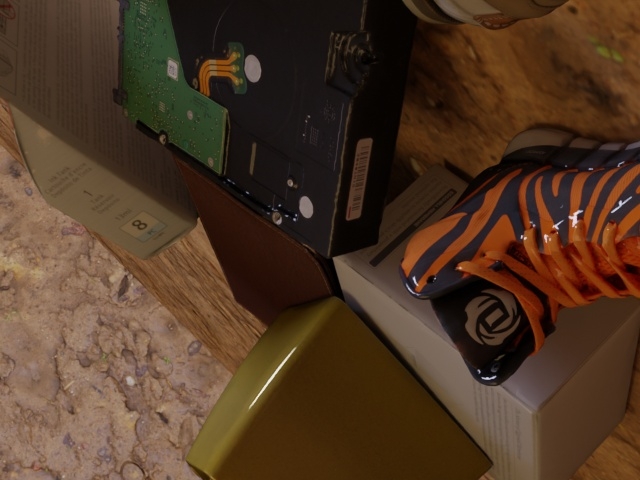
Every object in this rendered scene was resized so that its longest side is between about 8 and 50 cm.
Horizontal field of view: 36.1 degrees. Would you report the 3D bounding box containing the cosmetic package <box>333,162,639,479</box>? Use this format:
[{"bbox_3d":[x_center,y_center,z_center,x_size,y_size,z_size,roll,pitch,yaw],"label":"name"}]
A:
[{"bbox_3d":[0.150,0.090,0.877,0.225,0.138,0.224,40,161,31],"label":"cosmetic package"}]

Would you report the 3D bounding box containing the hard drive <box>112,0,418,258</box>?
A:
[{"bbox_3d":[-0.064,-0.162,0.817,0.339,0.064,0.236,33,126,40],"label":"hard drive"}]

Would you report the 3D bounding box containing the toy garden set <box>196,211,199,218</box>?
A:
[{"bbox_3d":[-0.191,-0.092,1.292,0.244,0.049,0.203,3,135,25],"label":"toy garden set"}]

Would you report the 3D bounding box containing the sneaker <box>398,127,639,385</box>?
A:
[{"bbox_3d":[0.170,0.022,0.605,0.124,0.180,0.321,54,163,-17],"label":"sneaker"}]

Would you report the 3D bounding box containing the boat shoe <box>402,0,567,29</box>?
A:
[{"bbox_3d":[0.043,-0.238,0.498,0.302,0.113,0.103,47,166,-33],"label":"boat shoe"}]

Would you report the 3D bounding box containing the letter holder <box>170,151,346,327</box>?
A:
[{"bbox_3d":[0.000,0.000,1.043,0.214,0.152,0.301,37,160,28],"label":"letter holder"}]

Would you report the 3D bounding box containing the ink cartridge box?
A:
[{"bbox_3d":[-0.299,-0.189,1.023,0.385,0.091,0.308,35,-148,-42],"label":"ink cartridge box"}]

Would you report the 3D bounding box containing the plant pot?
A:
[{"bbox_3d":[-0.006,0.200,0.937,0.212,0.187,0.212,48,162,-5],"label":"plant pot"}]
